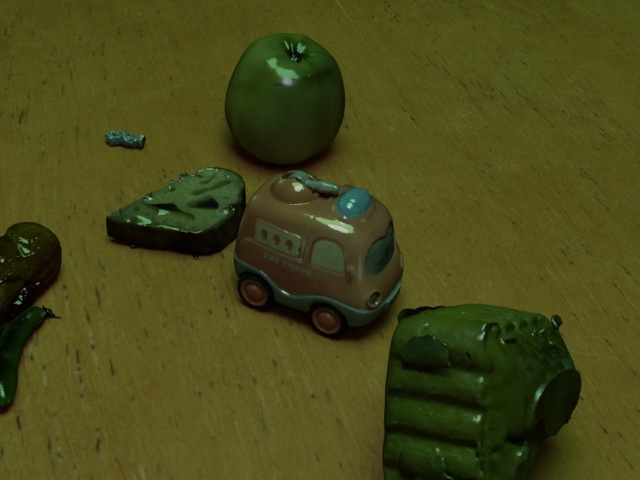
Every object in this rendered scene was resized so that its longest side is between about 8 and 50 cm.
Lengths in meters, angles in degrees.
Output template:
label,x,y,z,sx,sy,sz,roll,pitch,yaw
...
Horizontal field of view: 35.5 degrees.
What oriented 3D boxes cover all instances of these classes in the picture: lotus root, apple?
label,x,y,z,sx,sy,sz,roll,pitch,yaw
lotus root,-0.234,-0.045,1.805,0.170,0.074,0.261,31,44,26
apple,-0.069,-0.286,2.027,0.262,0.262,0.262,4,36,-3

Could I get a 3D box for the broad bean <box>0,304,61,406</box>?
label,x,y,z,sx,sy,sz,roll,pitch,yaw
broad bean,-0.460,0.167,1.507,0.069,0.039,0.227,13,36,0

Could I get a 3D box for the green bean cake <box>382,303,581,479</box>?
label,x,y,z,sx,sy,sz,roll,pitch,yaw
green bean cake,0.239,0.234,1.370,0.202,0.285,0.310,3,4,36

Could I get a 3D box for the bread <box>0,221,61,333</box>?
label,x,y,z,sx,sy,sz,roll,pitch,yaw
bread,-0.529,0.079,1.578,0.124,0.084,0.344,16,38,14

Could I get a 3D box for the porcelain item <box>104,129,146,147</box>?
label,x,y,z,sx,sy,sz,roll,pitch,yaw
porcelain item,-0.399,-0.208,2.036,0.083,0.028,0.036,8,39,5

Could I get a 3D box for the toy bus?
label,x,y,z,sx,sy,sz,roll,pitch,yaw
toy bus,0.000,0.000,1.648,0.288,0.232,0.194,19,35,20
